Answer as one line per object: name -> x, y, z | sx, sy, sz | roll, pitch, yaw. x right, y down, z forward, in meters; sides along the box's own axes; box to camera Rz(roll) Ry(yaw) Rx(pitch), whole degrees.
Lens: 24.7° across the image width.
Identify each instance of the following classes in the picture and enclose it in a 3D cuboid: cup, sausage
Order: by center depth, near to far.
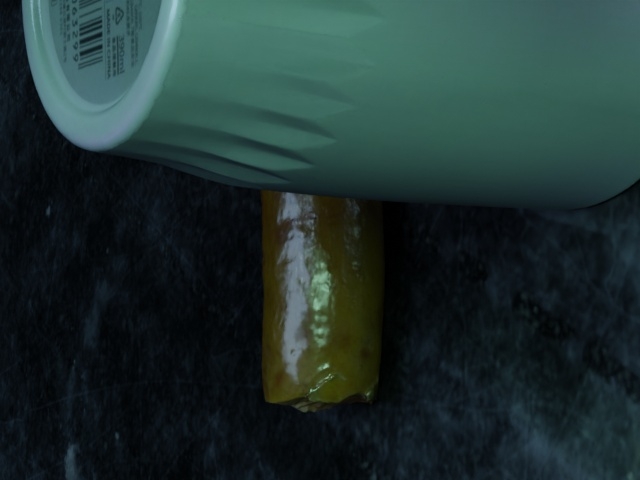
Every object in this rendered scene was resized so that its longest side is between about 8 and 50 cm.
cup -> 0.032, -0.144, 0.870 | 0.253, 0.371, 0.253 | 2, 93, 55
sausage -> -0.002, 0.000, 1.147 | 0.109, 0.109, 0.270 | -23, 65, 56
